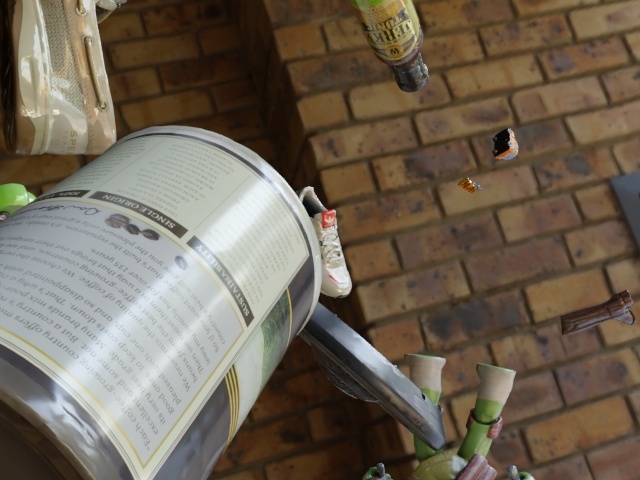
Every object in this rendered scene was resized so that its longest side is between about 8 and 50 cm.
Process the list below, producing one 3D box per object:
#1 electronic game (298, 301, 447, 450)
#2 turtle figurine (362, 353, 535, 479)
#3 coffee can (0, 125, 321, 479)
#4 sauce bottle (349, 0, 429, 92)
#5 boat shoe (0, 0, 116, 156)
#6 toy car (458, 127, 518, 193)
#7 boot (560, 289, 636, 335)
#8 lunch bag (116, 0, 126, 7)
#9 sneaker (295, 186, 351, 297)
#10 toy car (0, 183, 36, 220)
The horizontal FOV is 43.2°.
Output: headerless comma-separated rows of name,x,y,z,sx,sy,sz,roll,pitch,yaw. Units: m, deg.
electronic game,0.029,0.120,0.777,0.048,0.229,0.229,-49,-14,-7
turtle figurine,0.163,0.285,1.027,0.198,0.266,0.275,4,-8,42
coffee can,-0.135,0.068,0.498,0.202,0.201,0.275,-27,15,30
sauce bottle,0.137,-0.418,1.563,0.111,0.111,0.344,-21,-35,13
boat shoe,-0.235,-0.220,0.729,0.098,0.302,0.109,-1,-14,-27
toy car,0.285,-0.132,1.361,0.041,0.060,0.122,36,-64,-27
boot,0.425,0.123,1.250,0.114,0.037,0.106,-27,-38,8
lunch bag,-0.459,-0.564,1.419,0.256,0.212,0.305,-11,-54,-31
sneaker,0.000,0.000,1.097,0.057,0.161,0.075,-12,-26,-37
toy car,-0.584,-0.080,1.394,0.225,0.239,0.053,10,-41,-44
